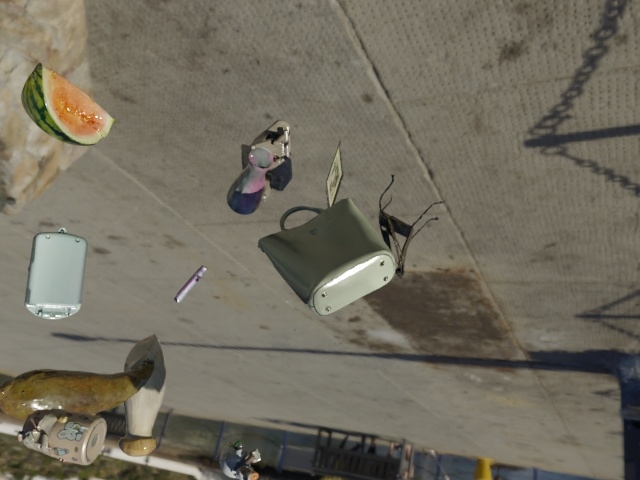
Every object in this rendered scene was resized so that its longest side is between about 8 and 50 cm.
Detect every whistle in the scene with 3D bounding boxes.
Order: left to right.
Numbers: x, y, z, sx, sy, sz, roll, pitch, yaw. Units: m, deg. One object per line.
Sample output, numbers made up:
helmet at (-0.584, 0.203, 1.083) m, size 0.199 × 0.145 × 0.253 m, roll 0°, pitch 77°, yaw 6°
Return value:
whistle at (-0.505, 0.169, 2.269) m, size 0.033 × 0.176 × 0.033 m, roll 35°, pitch 163°, yaw 12°

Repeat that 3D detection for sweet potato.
sweet potato at (-0.600, 0.378, 1.471) m, size 0.130 × 0.131 × 0.422 m, roll -11°, pitch 170°, yaw 41°

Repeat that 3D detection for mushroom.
mushroom at (-0.514, 0.440, 1.691) m, size 0.128 × 0.350 × 0.128 m, roll 0°, pitch 159°, yaw 0°

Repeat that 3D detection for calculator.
calculator at (-0.699, 0.086, 1.551) m, size 0.141 × 0.246 × 0.045 m, roll 8°, pitch 174°, yaw -37°

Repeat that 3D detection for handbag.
handbag at (0.000, 0.000, 1.249) m, size 0.241 × 0.315 × 0.109 m, roll -26°, pitch 139°, yaw -13°

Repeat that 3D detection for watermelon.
watermelon at (-0.717, -0.338, 1.638) m, size 0.159 × 0.128 × 0.303 m, roll -35°, pitch 152°, yaw 5°

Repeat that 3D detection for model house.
model house at (-0.163, -0.226, 1.720) m, size 0.122 × 0.188 × 0.229 m, roll 9°, pitch 118°, yaw 13°

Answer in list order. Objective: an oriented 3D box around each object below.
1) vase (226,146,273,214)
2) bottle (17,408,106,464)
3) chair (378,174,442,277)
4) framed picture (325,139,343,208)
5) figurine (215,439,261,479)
vase at (-0.161, -0.141, 1.371) m, size 0.086 × 0.086 × 0.214 m, roll 18°, pitch 153°, yaw -12°
bottle at (-0.496, 0.366, 1.105) m, size 0.152 × 0.099 × 0.099 m, roll 11°, pitch 156°, yaw 4°
chair at (0.198, -0.026, 1.475) m, size 0.149 × 0.213 × 0.174 m, roll 25°, pitch 163°, yaw 13°
framed picture at (0.050, -0.221, 2.066) m, size 0.010 × 0.195 × 0.199 m, roll 10°, pitch 148°, yaw 12°
figurine at (-0.231, 0.663, 1.727) m, size 0.093 × 0.147 × 0.197 m, roll -17°, pitch -163°, yaw -41°
